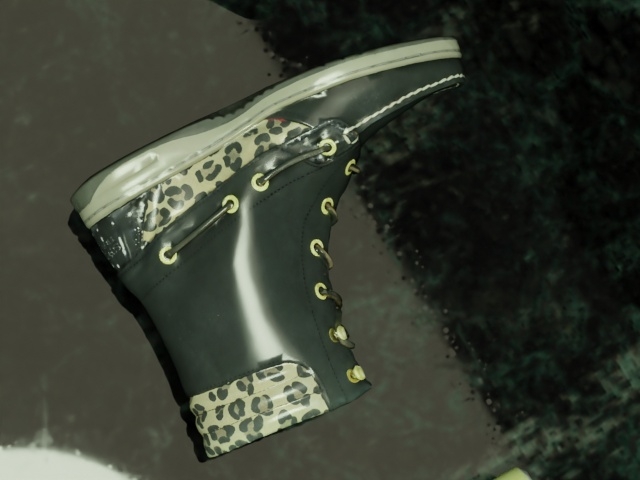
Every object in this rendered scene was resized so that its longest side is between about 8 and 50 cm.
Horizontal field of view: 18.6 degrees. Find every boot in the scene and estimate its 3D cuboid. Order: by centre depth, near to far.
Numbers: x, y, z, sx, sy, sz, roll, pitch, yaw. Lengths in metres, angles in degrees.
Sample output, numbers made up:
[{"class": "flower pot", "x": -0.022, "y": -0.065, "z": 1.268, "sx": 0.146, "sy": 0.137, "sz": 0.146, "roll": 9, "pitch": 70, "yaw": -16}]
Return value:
[{"class": "boot", "x": -0.001, "y": 0.001, "z": 1.107, "sx": 0.236, "sy": 0.085, "sz": 0.179, "roll": -24, "pitch": 88, "yaw": -5}]

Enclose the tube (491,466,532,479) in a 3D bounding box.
[{"class": "tube", "x": 0.027, "y": 0.215, "z": 1.090, "sx": 0.240, "sy": 0.070, "sz": 0.062, "roll": -31, "pitch": 127, "yaw": -4}]
